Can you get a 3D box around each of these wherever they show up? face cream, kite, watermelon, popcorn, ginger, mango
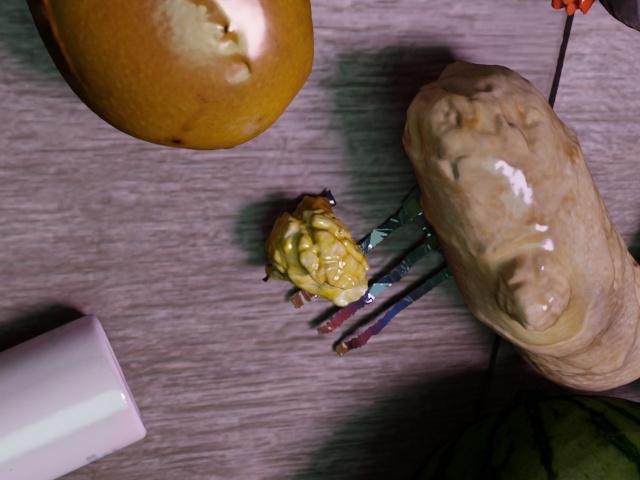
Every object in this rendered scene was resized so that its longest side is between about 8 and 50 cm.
[{"bbox_3d":[-0.295,0.162,0.926,0.345,0.102,0.102,-24,126,-7],"label":"face cream"},{"bbox_3d":[0.093,-0.005,1.041,0.245,0.015,0.141,-38,124,1],"label":"kite"},{"bbox_3d":[0.210,0.216,1.092,0.330,0.331,0.189,8,78,-27],"label":"watermelon"},{"bbox_3d":[0.000,0.000,0.976,0.084,0.084,0.084,-11,123,-17],"label":"popcorn"},{"bbox_3d":[0.164,0.012,0.986,0.126,0.190,0.354,-28,140,15],"label":"ginger"},{"bbox_3d":[-0.091,-0.162,0.795,0.166,0.136,0.236,-15,119,-10],"label":"mango"}]

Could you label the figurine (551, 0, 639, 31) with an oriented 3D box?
[{"bbox_3d":[0.279,-0.177,0.962,0.245,0.110,0.138,18,129,-37],"label":"figurine"}]
